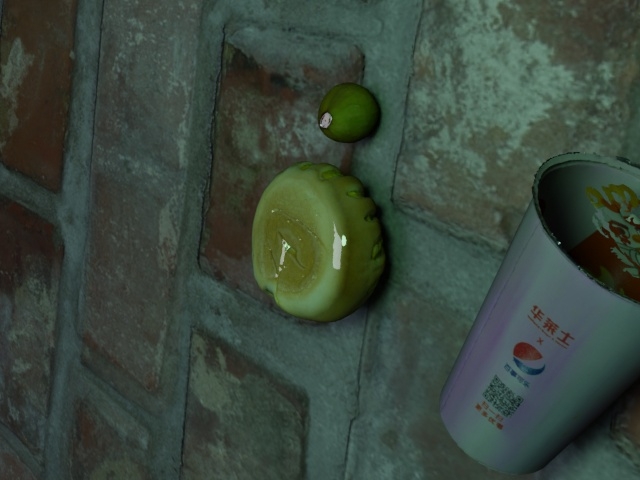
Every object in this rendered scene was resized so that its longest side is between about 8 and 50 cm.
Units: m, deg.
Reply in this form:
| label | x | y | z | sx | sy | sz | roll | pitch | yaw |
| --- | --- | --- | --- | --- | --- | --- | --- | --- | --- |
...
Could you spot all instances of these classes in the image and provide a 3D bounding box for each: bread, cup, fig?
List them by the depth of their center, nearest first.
| label | x | y | z | sx | sy | sz | roll | pitch | yaw |
| --- | --- | --- | --- | --- | --- | --- | --- | --- | --- |
| cup | 0.228 | 0.085 | 1.054 | 0.203 | 0.203 | 0.288 | 56 | 139 | 32 |
| fig | 0.029 | -0.151 | 1.348 | 0.074 | 0.088 | 0.074 | 12 | 114 | 29 |
| bread | 0.000 | 0.000 | 1.383 | 0.213 | 0.105 | 0.213 | 1 | 91 | 54 |
